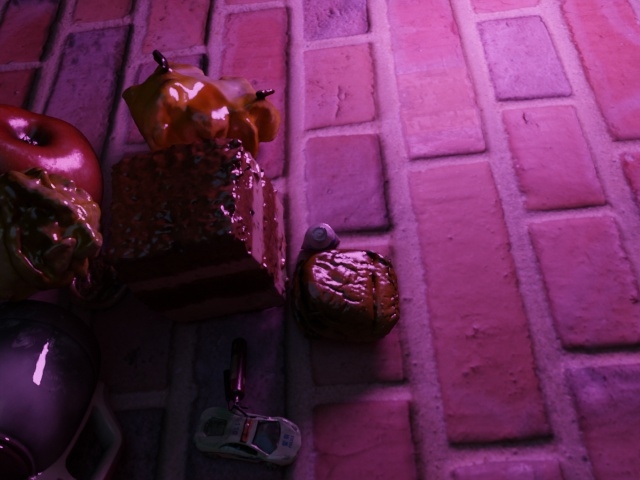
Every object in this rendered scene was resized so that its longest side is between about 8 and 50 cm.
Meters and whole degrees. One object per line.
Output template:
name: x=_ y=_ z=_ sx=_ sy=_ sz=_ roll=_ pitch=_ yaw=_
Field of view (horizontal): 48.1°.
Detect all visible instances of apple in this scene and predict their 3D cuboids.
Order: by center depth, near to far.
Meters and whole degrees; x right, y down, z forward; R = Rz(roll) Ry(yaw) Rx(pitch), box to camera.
apple: x=-0.607 y=-0.114 z=1.427 sx=0.348 sy=0.277 sz=0.349 roll=21 pitch=30 yaw=-13

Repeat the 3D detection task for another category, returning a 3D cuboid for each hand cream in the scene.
hand cream: x=0.000 y=0.000 z=1.396 sx=0.084 sy=0.142 sz=0.053 roll=-11 pitch=79 yaw=-1

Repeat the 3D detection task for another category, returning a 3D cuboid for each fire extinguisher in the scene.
fire extinguisher: x=-0.152 y=0.241 z=1.266 sx=0.048 sy=0.035 sz=0.173 roll=-16 pitch=32 yaw=6

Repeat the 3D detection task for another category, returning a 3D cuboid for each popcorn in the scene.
popcorn: x=-0.478 y=-0.016 z=1.192 sx=0.259 sy=0.212 sz=0.259 roll=-28 pitch=10 yaw=5
popcorn: x=-0.268 y=-0.256 z=1.557 sx=0.315 sy=0.281 sz=0.297 roll=35 pitch=33 yaw=13

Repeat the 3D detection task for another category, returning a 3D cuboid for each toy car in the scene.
toy car: x=-0.123 y=0.327 z=1.210 sx=0.186 sy=0.058 sz=0.093 roll=6 pitch=53 yaw=13

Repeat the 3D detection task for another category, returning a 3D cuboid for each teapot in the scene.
teapot: x=-0.462 y=0.293 z=1.148 sx=0.314 sy=0.233 sz=0.312 roll=30 pitch=25 yaw=-19

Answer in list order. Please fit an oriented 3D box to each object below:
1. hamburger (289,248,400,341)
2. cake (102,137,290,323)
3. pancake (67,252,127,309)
hamburger: x=0.043 y=0.095 z=1.319 sx=0.205 sy=0.130 sz=0.183 roll=-2 pitch=56 yaw=4
cake: x=-0.218 y=-0.008 z=1.321 sx=0.281 sy=0.290 sz=0.256 roll=-11 pitch=53 yaw=11
pancake: x=-0.451 y=0.083 z=1.461 sx=0.139 sy=0.022 sz=0.140 roll=-4 pitch=53 yaw=6
